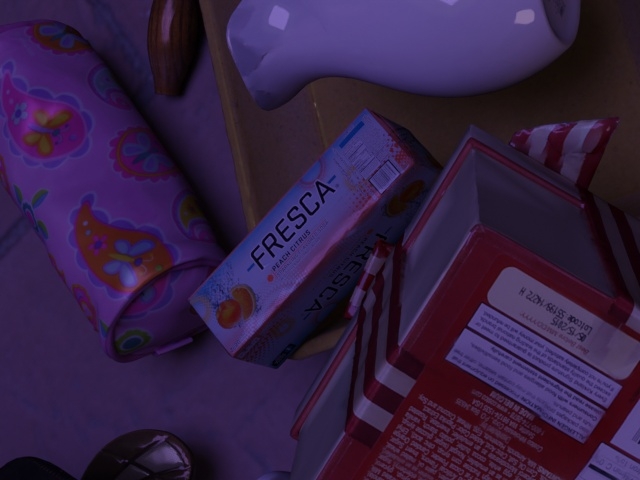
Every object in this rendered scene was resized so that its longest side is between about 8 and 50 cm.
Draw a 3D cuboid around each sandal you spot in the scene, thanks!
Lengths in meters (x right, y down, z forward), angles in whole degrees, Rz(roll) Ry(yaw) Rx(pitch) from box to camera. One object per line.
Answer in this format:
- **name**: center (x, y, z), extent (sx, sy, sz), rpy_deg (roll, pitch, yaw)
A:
- **sandal**: center (-0.149, 0.204, 1.387), extent (0.072, 0.049, 0.180), rpy_deg (46, 119, 18)

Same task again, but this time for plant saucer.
- **plant saucer**: center (0.092, -0.114, 1.291), extent (0.332, 0.081, 0.333), rpy_deg (-21, 70, 24)

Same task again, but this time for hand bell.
- **hand bell**: center (-0.108, -0.233, 1.437), extent (0.126, 0.126, 0.242), rpy_deg (11, 98, 32)

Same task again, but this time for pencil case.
- **pencil case**: center (-0.175, -0.043, 1.415), extent (0.124, 0.124, 0.284), rpy_deg (-45, 61, 15)

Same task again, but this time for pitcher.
- **pitcher**: center (0.062, -0.170, 1.213), extent (0.207, 0.125, 0.178), rpy_deg (-6, 47, 27)

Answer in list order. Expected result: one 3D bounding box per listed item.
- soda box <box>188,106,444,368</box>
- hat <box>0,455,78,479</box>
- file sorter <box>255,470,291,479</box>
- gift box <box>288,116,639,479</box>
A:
- **soda box**: center (0.000, 0.000, 1.237), extent (0.183, 0.063, 0.058), rpy_deg (-46, 60, 13)
- **hat**: center (-0.182, 0.237, 1.272), extent (0.134, 0.331, 0.331), rpy_deg (-43, 59, -10)
- **file sorter**: center (0.051, 0.290, 1.176), extent (0.277, 0.173, 0.193), rpy_deg (32, 96, 32)
- **gift box**: center (0.145, 0.086, 1.084), extent (0.255, 0.258, 0.276), rpy_deg (34, 104, -6)
